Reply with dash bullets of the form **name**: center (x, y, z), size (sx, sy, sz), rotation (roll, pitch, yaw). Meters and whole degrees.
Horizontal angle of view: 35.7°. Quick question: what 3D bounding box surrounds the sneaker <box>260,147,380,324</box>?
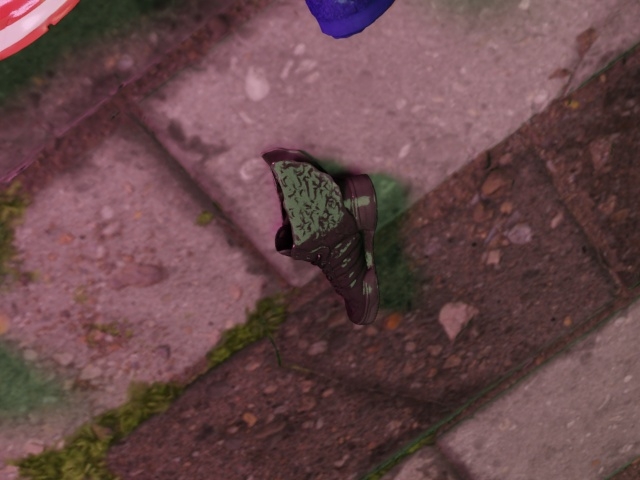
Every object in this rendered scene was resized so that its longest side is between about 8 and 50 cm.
- **sneaker**: center (0.001, 0.001, 0.831), size (0.089, 0.051, 0.170), rotation (-10, 120, -14)

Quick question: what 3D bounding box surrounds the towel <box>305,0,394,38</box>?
- **towel**: center (0.011, -0.304, 0.573), size (0.227, 0.076, 0.308), rotation (-51, 137, -22)

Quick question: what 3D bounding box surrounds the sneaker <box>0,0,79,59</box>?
- **sneaker**: center (-0.232, -0.173, 0.607), size (0.221, 0.087, 0.128), rotation (-40, 128, 6)
